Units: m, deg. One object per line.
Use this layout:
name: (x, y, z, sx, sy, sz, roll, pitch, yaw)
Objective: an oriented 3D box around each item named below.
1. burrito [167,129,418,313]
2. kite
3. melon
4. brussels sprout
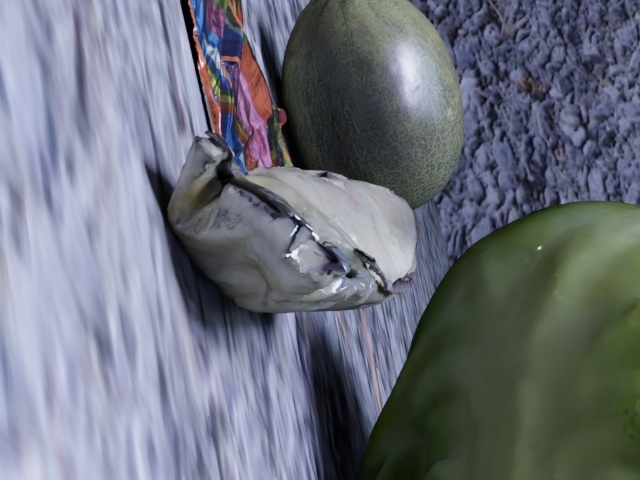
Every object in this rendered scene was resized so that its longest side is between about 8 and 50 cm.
burrito: (-0.002, 0.000, 0.592, 0.229, 0.063, 0.058, 25, 60, -79)
kite: (-0.036, -0.091, 0.720, 0.234, 0.016, 0.321, -96, 169, -56)
melon: (0.027, -0.076, 0.888, 0.098, 0.098, 0.131, -86, 156, -72)
brussels sprout: (0.139, 0.143, 0.743, 0.328, 0.247, 0.328, 50, 30, -42)
